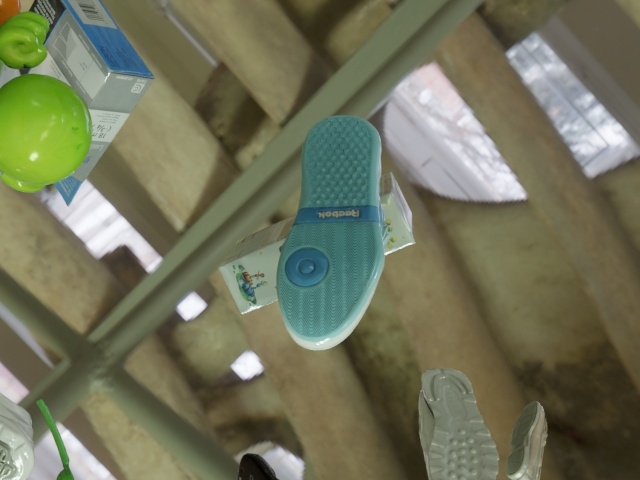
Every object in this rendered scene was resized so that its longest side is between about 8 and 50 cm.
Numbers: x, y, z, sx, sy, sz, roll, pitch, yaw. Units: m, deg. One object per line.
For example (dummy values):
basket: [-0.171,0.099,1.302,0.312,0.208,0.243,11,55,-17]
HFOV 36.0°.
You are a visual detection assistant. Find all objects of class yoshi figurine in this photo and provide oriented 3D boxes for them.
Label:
yoshi figurine: [-0.335,-0.149,1.055,0.203,0.203,0.362,-41,-144,10]

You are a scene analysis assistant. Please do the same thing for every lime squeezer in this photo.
lime squeezer: [-0.435,0.421,1.613,0.059,0.110,0.310,88,7,-76]

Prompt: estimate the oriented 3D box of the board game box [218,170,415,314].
board game box: [0.000,0.000,1.650,0.303,0.097,0.224,-24,-170,9]

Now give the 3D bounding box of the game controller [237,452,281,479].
game controller: [-0.121,0.564,1.920,0.067,0.166,0.319,-19,132,-39]

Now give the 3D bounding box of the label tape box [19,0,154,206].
label tape box: [-0.468,-0.255,1.759,0.106,0.240,0.333,-5,142,-52]

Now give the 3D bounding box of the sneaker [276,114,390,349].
sneaker: [0.028,0.024,1.243,0.208,0.127,0.319,80,18,-57]

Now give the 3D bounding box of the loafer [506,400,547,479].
loafer: [0.269,0.263,1.260,0.045,0.039,0.125,-41,-166,43]

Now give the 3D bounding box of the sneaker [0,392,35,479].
sneaker: [-0.360,0.140,0.873,0.090,0.232,0.115,-52,-164,6]

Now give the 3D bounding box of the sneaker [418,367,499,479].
sneaker: [0.171,0.276,1.278,0.235,0.090,0.094,-89,-172,-52]
